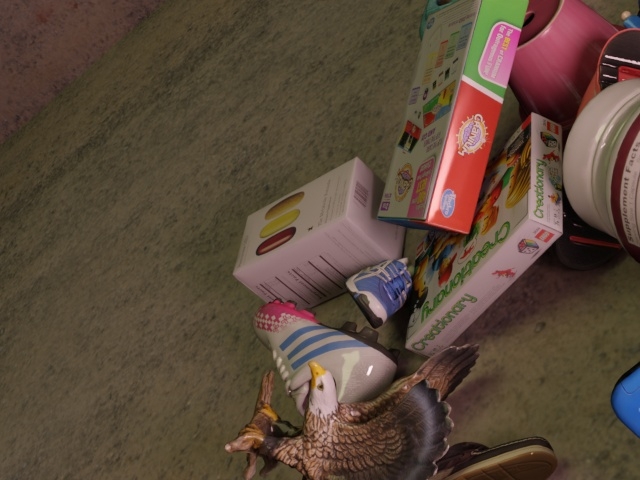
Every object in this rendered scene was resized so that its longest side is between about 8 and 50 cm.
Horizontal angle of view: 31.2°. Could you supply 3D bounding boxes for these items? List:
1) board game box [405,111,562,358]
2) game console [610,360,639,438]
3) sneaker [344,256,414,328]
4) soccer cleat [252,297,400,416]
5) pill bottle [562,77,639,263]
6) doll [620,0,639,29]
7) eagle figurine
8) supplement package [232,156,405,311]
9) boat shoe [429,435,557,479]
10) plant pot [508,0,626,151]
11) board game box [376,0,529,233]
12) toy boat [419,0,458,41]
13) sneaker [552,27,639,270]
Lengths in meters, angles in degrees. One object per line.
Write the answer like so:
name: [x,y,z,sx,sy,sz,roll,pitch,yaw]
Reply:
board game box: [0.213,0.000,1.508,0.305,0.053,0.193,-53,19,44]
game console: [0.439,0.125,0.962,0.250,0.293,0.173,-48,-1,33]
sneaker: [0.089,0.064,1.629,0.081,0.080,0.211,-31,7,12]
soccer cleat: [-0.024,0.176,1.664,0.331,0.116,0.143,10,63,56]
pill bottle: [0.441,-0.047,1.191,0.224,0.224,0.392,-50,29,-3]
doll: [0.483,-0.310,1.594,0.129,0.046,0.189,7,46,13]
eagle figurine: [0.042,0.232,1.398,0.298,0.225,0.226,-4,63,16]
supplement package: [0.000,0.000,1.821,0.244,0.134,0.139,-27,35,34]
boat shoe: [0.172,0.268,1.330,0.223,0.080,0.073,-35,37,32]
plant pot: [0.339,-0.254,1.617,0.201,0.180,0.201,-33,33,26]
board game box: [0.175,-0.171,1.586,0.242,0.064,0.317,-168,92,-77]
toy boat: [0.299,-0.447,1.930,0.318,0.148,0.268,-13,45,47]
sneaker: [0.374,-0.107,1.477,0.136,0.115,0.314,73,-146,-84]
